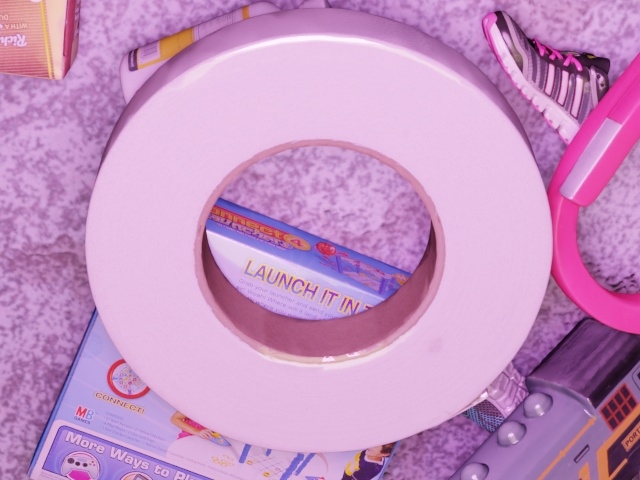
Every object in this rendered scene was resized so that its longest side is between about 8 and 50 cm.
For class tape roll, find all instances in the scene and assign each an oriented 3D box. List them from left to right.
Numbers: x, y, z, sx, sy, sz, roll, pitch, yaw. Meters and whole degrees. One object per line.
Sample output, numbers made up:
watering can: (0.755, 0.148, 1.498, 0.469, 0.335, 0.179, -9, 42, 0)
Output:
tape roll: (0.000, 0.000, 1.356, 0.392, 0.072, 0.392, -1, 117, -1)

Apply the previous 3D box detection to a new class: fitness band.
fitness band: (0.316, -0.054, 1.405, 0.209, 0.054, 0.291, 34, 96, -28)

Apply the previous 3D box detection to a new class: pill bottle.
pill bottle: (-0.070, -0.142, 1.382, 0.184, 0.103, 0.103, -19, 112, 9)

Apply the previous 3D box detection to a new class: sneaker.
sneaker: (0.159, 0.150, 1.537, 0.076, 0.065, 0.166, -8, 129, 38)
sneaker: (0.209, -0.145, 1.403, 0.075, 0.063, 0.170, -40, 110, 13)

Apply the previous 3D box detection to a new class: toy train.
toy train: (0.216, 0.226, 1.465, 0.334, 0.142, 0.190, -43, 114, -17)

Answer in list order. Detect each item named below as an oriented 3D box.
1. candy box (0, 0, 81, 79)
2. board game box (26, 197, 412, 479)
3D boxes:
candy box: (-0.357, -0.248, 1.347, 0.316, 0.087, 0.183, 7, 113, -3)
board game box: (-0.074, 0.133, 1.509, 0.308, 0.086, 0.302, 22, 111, -9)
